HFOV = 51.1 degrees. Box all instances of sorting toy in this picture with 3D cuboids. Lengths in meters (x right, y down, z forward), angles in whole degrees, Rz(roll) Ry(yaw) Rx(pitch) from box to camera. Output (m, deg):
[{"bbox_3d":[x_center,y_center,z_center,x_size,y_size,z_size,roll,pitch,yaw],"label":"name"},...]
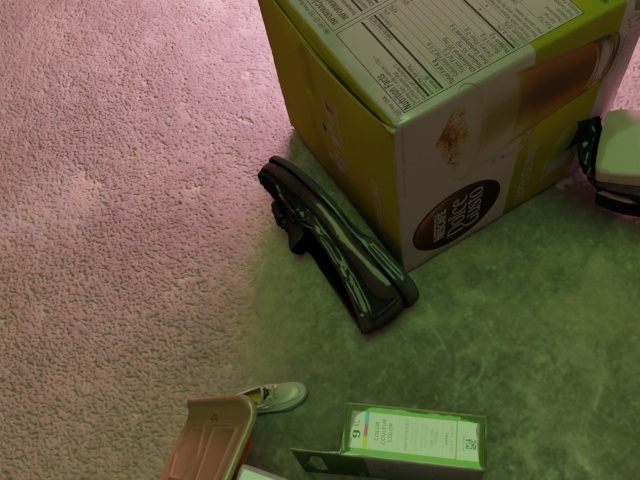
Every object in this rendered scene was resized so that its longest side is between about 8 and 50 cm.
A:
[{"bbox_3d":[-0.143,0.280,0.751,0.038,0.193,0.208,29,64,-22],"label":"sorting toy"}]

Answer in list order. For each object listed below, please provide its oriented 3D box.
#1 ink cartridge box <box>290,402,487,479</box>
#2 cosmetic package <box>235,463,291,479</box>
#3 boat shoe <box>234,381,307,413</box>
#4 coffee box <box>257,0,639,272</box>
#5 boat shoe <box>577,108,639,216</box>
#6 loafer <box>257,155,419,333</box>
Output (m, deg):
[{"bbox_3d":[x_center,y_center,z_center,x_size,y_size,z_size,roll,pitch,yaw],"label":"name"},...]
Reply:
[{"bbox_3d":[0.080,0.233,0.766,0.209,0.109,0.062,2,60,10],"label":"ink cartridge box"},{"bbox_3d":[-0.009,0.378,0.672,0.224,0.138,0.224,16,66,11],"label":"cosmetic package"},{"bbox_3d":[-0.067,0.198,0.850,0.100,0.035,0.035,-10,59,3],"label":"boat shoe"},{"bbox_3d":[0.149,-0.226,0.887,0.334,0.337,0.338,-30,61,-8],"label":"coffee box"},{"bbox_3d":[0.505,-0.086,0.835,0.341,0.158,0.127,12,79,25],"label":"boat shoe"},{"bbox_3d":[0.000,0.000,0.917,0.095,0.109,0.302,-41,66,-10],"label":"loafer"}]
